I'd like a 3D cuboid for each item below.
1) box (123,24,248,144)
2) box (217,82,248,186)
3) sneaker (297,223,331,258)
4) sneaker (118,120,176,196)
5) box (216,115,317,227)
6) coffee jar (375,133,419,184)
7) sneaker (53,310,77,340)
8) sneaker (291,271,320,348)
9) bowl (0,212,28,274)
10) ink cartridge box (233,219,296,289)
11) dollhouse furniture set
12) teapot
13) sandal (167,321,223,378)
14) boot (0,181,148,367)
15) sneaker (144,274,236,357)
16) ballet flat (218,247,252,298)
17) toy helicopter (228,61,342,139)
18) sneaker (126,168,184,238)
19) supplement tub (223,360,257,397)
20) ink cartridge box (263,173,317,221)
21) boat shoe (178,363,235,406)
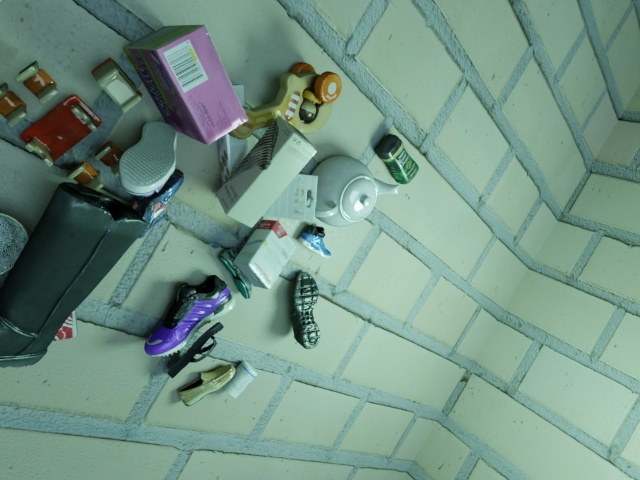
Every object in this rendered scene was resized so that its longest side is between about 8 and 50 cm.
[{"bbox_3d":[-0.306,-0.355,1.023,0.117,0.243,0.213,-37,129,-18],"label":"box"},{"bbox_3d":[-0.240,-0.258,1.238,0.067,0.063,0.323,-19,120,-32],"label":"box"},{"bbox_3d":[0.000,0.000,1.545,0.152,0.058,0.084,33,97,-35],"label":"sneaker"},{"bbox_3d":[-0.387,-0.143,1.031,0.102,0.282,0.161,17,122,-14],"label":"sneaker"},{"bbox_3d":[-0.145,-0.176,1.181,0.275,0.113,0.094,-48,135,12],"label":"box"},{"bbox_3d":[0.272,-0.289,1.611,0.096,0.079,0.184,-53,131,-6],"label":"coffee jar"},{"bbox_3d":[-0.654,0.202,1.141,0.067,0.042,0.118,-12,119,-37],"label":"sneaker"},{"bbox_3d":[-0.069,0.242,1.584,0.101,0.106,0.267,-3,91,-32],"label":"sneaker"},{"bbox_3d":[-0.724,-0.007,0.956,0.170,0.080,0.170,-30,142,-28],"label":"bowl"},{"bbox_3d":[-0.168,0.042,1.388,0.175,0.072,0.127,-58,136,-29],"label":"ink cartridge box"},{"bbox_3d":[-0.524,-0.277,0.994,0.259,0.135,0.262,-39,129,-3],"label":"dollhouse furniture set"},{"bbox_3d":[0.087,-0.146,1.461,0.252,0.187,0.256,35,88,-42],"label":"teapot"},{"bbox_3d":[-0.359,0.330,1.352,0.254,0.054,0.097,-46,179,25],"label":"sandal"},{"bbox_3d":[-0.621,0.075,0.934,0.445,0.146,0.367,-47,163,8],"label":"boot"},{"bbox_3d":[-0.394,0.200,1.308,0.293,0.102,0.146,-38,129,-28],"label":"sneaker"},{"bbox_3d":[-0.244,0.101,1.400,0.070,0.070,0.188,-37,130,-19],"label":"ballet flat"},{"bbox_3d":[-0.106,-0.338,1.247,0.355,0.140,0.234,-26,135,-35],"label":"toy helicopter"},{"bbox_3d":[-0.431,-0.097,1.164,0.221,0.083,0.087,-53,165,-17],"label":"sneaker"},{"bbox_3d":[-0.273,0.471,1.540,0.107,0.071,0.071,-47,131,-11],"label":"supplement tub"},{"bbox_3d":[-0.100,-0.138,1.347,0.179,0.045,0.145,6,111,3],"label":"ink cartridge box"},{"bbox_3d":[-0.368,0.454,1.467,0.190,0.068,0.072,-33,115,-22],"label":"boat shoe"}]
